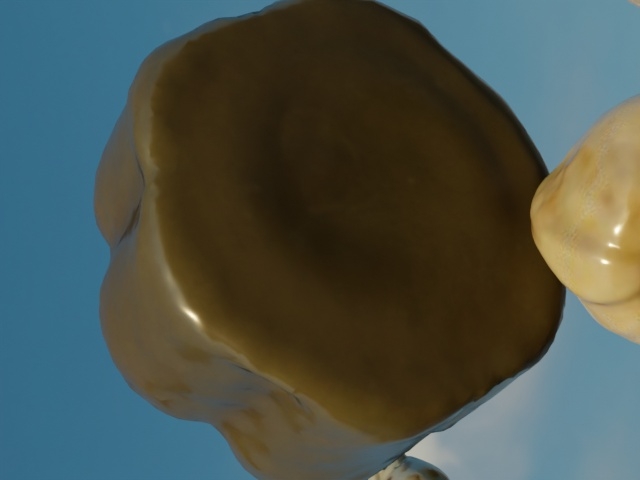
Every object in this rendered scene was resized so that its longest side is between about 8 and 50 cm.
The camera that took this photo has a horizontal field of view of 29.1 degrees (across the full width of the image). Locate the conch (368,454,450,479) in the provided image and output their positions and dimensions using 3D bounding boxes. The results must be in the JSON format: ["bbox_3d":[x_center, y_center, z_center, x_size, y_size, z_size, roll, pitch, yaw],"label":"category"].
[{"bbox_3d":[0.129,0.429,1.922,0.148,0.183,0.275,56,-179,-30],"label":"conch"}]

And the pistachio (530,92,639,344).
[{"bbox_3d":[0.329,-0.037,1.118,0.321,0.238,0.229,-33,-49,-36],"label":"pistachio"}]

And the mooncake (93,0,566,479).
[{"bbox_3d":[0.000,0.000,1.192,0.467,0.262,0.466,13,-120,-24],"label":"mooncake"}]

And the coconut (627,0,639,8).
[{"bbox_3d":[0.342,-0.294,1.068,0.259,0.259,0.259,-1,-89,-59],"label":"coconut"}]
